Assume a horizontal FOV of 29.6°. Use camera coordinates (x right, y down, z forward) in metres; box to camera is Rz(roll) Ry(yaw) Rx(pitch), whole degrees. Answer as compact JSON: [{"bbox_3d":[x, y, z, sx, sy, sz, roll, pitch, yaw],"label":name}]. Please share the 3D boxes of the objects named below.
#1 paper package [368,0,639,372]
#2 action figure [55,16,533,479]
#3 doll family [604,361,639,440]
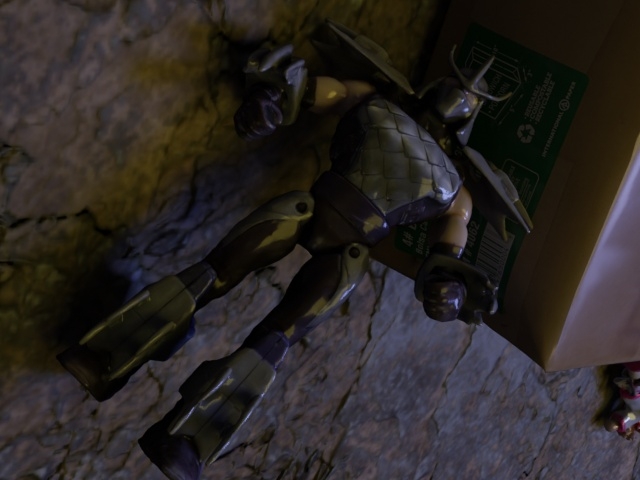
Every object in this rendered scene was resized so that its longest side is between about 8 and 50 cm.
[{"bbox_3d":[0.223,-0.101,0.796,0.309,0.168,0.324,0,116,-44],"label":"paper package"},{"bbox_3d":[0.000,0.000,0.645,0.285,0.185,0.099,-45,173,-10],"label":"action figure"},{"bbox_3d":[0.389,0.108,1.140,0.263,0.118,0.163,-43,139,-16],"label":"doll family"}]
